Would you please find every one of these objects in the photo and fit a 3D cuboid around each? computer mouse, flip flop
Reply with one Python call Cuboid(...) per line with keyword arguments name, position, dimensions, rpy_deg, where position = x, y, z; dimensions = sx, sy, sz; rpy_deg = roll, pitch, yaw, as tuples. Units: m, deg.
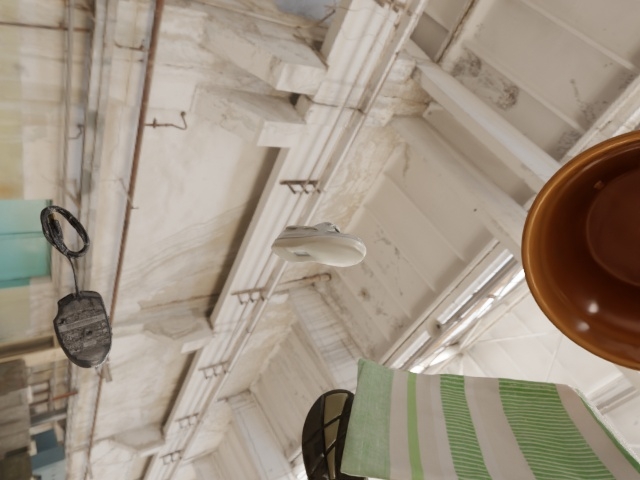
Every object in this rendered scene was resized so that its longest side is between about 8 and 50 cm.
Cuboid(name="computer mouse", position=(-0.360, 0.067, 0.634), dimensions=(0.041, 0.071, 0.242), rpy_deg=(-21, -98, 53))
Cuboid(name="flip flop", position=(0.036, 0.378, 0.677), dimensions=(0.080, 0.112, 0.277), rpy_deg=(98, -19, -69))

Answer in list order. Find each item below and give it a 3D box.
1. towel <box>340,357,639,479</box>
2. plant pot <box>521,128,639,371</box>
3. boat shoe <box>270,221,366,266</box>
Cuboid(name="towel", position=(0.199, 0.227, 0.541), dimensions=(0.324, 0.248, 0.038), rpy_deg=(6, -80, 8))
Cuboid(name="plant pot", position=(0.441, 0.000, 0.571), dimensions=(0.290, 0.203, 0.291), rpy_deg=(10, -74, 35))
Cuboid(name="boat shoe", position=(0.000, 0.000, 0.681), dimensions=(0.184, 0.066, 0.063), rpy_deg=(-6, -130, 49))
